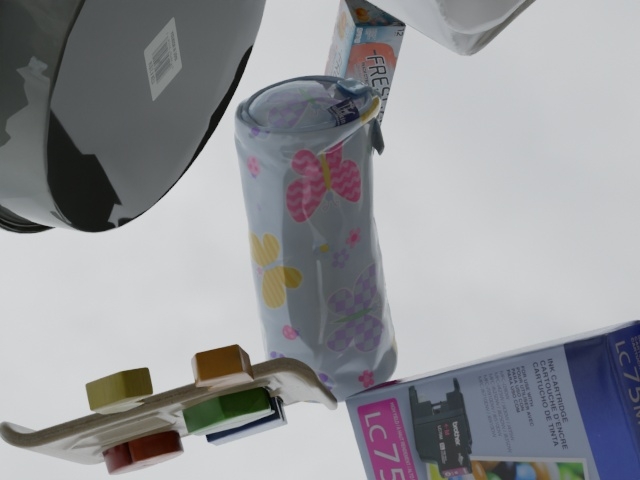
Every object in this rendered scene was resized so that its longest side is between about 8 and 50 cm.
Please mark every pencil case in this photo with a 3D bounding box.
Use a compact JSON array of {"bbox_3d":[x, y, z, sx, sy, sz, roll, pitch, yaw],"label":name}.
[{"bbox_3d":[0.000,0.000,1.425,0.124,0.273,0.113,-27,-146,-38],"label":"pencil case"}]

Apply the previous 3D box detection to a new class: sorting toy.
[{"bbox_3d":[-0.108,0.129,1.239,0.307,0.229,0.041,65,-168,-78],"label":"sorting toy"}]

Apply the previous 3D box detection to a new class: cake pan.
[{"bbox_3d":[-0.119,-0.129,1.089,0.054,0.293,0.293,26,-150,19],"label":"cake pan"}]

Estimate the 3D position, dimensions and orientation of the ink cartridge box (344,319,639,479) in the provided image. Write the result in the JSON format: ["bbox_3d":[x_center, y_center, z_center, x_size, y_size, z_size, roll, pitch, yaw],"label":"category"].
[{"bbox_3d":[0.169,0.173,1.294,0.065,0.311,0.186,-12,-95,-51],"label":"ink cartridge box"}]

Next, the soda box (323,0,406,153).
[{"bbox_3d":[0.040,-0.176,1.846,0.058,0.183,0.063,-3,-135,-17],"label":"soda box"}]

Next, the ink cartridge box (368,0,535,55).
[{"bbox_3d":[-0.058,-0.276,0.602,0.395,0.166,0.285,37,164,40],"label":"ink cartridge box"}]
